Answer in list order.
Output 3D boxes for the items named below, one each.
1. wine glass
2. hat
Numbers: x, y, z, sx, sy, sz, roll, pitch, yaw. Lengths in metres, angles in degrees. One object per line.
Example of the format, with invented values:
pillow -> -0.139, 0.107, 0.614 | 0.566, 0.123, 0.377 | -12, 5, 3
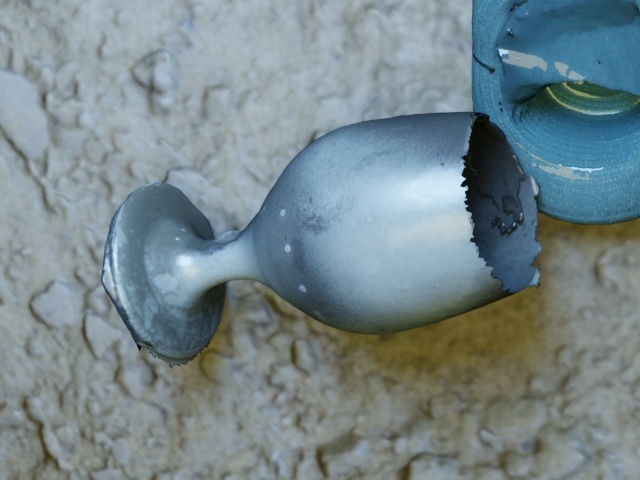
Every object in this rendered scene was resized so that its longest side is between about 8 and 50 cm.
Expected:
wine glass -> 0.000, 0.000, 0.689 | 0.241, 0.126, 0.126 | -10, 102, 29
hat -> 0.154, -0.104, 0.662 | 0.138, 0.078, 0.190 | 6, 126, 23
